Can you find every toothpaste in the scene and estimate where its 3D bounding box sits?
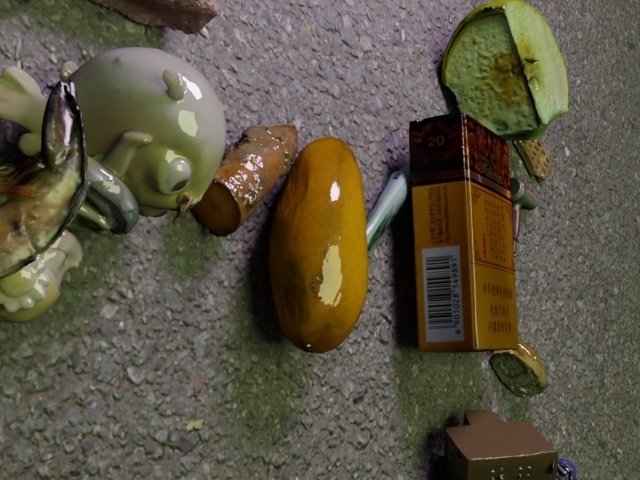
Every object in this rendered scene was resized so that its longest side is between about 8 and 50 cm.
[{"bbox_3d":[0.098,-0.034,1.540,0.048,0.075,0.297,30,49,5],"label":"toothpaste"}]

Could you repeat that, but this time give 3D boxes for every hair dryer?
[{"bbox_3d":[0.419,-0.047,1.934,0.106,0.054,0.154,29,71,-48],"label":"hair dryer"}]

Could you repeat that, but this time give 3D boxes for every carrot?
[{"bbox_3d":[-0.095,-0.109,1.316,0.263,0.102,0.102,-50,120,-49],"label":"carrot"}]

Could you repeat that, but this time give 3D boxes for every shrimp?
[{"bbox_3d":[-0.350,-0.123,0.944,0.233,0.071,0.365,4,68,-6],"label":"shrimp"}]

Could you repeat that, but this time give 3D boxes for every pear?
[{"bbox_3d":[0.383,-0.345,1.847,0.282,0.176,0.286,-33,106,-52],"label":"pear"}]

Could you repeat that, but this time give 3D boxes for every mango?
[{"bbox_3d":[-0.001,-0.003,1.347,0.187,0.144,0.359,67,24,-66],"label":"mango"}]

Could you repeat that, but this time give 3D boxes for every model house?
[{"bbox_3d":[0.302,0.450,1.631,0.181,0.176,0.248,-2,110,-12],"label":"model house"}]

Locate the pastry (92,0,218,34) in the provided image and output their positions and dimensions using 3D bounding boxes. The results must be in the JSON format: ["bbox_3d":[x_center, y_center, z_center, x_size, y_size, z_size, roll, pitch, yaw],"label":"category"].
[{"bbox_3d":[-0.250,-0.345,1.162,0.265,0.103,0.112,3,74,-51],"label":"pastry"}]

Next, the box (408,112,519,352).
[{"bbox_3d":[0.265,-0.006,1.645,0.264,0.116,0.415,11,75,-60],"label":"box"}]

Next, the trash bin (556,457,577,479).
[{"bbox_3d":[0.449,0.542,1.766,0.234,0.162,0.184,43,48,-45],"label":"trash bin"}]

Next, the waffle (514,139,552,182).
[{"bbox_3d":[0.482,-0.197,2.046,0.135,0.021,0.092,56,45,-25],"label":"waffle"}]

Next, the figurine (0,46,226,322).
[{"bbox_3d":[-0.292,-0.068,1.034,0.274,0.226,0.394,34,65,-4],"label":"figurine"}]

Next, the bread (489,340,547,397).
[{"bbox_3d":[0.411,0.255,1.840,0.157,0.083,0.094,58,33,-23],"label":"bread"}]
